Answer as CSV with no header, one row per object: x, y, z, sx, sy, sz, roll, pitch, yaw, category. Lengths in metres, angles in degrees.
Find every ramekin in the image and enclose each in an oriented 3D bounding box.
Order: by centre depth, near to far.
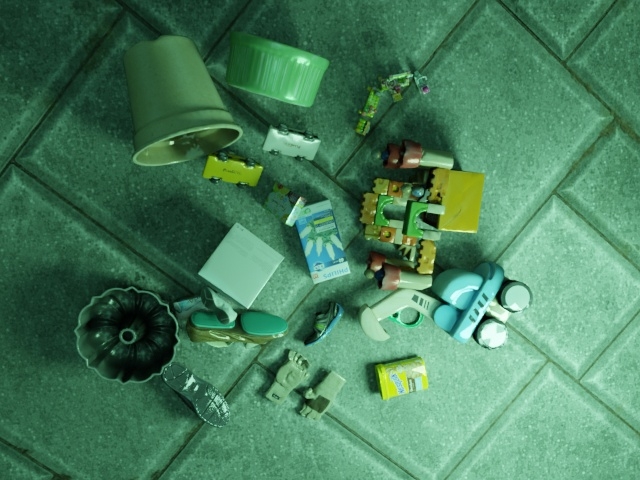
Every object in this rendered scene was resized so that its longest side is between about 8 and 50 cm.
-0.137,-0.506,1.603,0.303,0.303,0.148,14,105,-8,ramekin

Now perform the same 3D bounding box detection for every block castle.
0.246,-0.084,1.701,0.212,0.303,0.453,8,97,-6,block castle

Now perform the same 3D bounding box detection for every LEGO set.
0.215,-0.466,1.734,0.287,0.107,0.132,-35,101,1,LEGO set

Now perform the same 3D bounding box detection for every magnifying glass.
0.254,0.262,1.900,0.231,0.026,0.092,4,99,-8,magnifying glass

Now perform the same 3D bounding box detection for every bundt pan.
-0.624,0.297,1.768,0.330,0.124,0.331,-1,100,-6,bundt pan

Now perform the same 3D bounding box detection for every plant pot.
-0.437,-0.420,1.594,0.333,0.334,0.306,-18,89,-2,plant pot

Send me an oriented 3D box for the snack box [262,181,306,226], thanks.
-0.119,-0.120,1.746,0.037,0.141,0.100,22,99,-46,snack box

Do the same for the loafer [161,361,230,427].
-0.435,0.528,1.854,0.302,0.095,0.109,48,62,-15,loafer

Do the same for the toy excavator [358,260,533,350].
0.406,0.216,1.820,0.445,0.222,0.433,31,93,-2,toy excavator

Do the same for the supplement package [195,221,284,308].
-0.263,0.085,1.729,0.194,0.149,0.203,37,74,-9,supplement package

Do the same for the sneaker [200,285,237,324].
-0.336,0.211,1.759,0.152,0.061,0.054,48,114,13,sneaker

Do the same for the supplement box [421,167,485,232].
0.432,-0.137,1.764,0.129,0.194,0.191,4,99,-6,supplement box

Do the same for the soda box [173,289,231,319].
-0.397,0.211,1.809,0.183,0.058,0.063,-13,100,-4,soda box

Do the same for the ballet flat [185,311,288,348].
-0.283,0.311,1.805,0.342,0.116,0.124,4,127,-21,ballet flat

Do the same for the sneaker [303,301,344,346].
0.004,0.292,1.866,0.078,0.067,0.188,39,96,11,sneaker

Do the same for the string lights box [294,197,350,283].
0.000,0.000,1.804,0.133,0.077,0.260,-17,100,-3,string lights box

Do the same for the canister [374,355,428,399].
0.290,0.490,1.915,0.169,0.073,0.126,-12,100,-5,canister

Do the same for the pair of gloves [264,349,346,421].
-0.052,0.519,1.902,0.240,0.042,0.204,28,99,-7,pair of gloves

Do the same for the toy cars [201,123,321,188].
-0.195,-0.284,1.732,0.393,0.087,0.176,-25,135,-3,toy cars
